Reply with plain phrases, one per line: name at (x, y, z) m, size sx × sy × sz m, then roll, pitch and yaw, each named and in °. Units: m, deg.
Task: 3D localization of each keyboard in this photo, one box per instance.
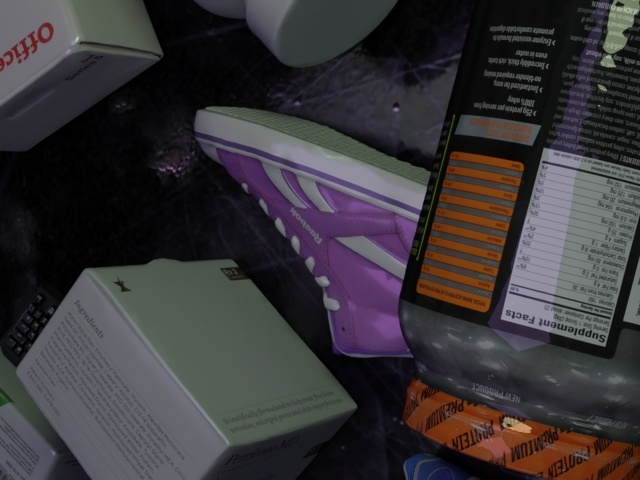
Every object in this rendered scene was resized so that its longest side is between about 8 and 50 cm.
keyboard at (-0.206, 0.110, 1.063) m, size 0.180 × 0.023 × 0.108 m, roll 38°, pitch 89°, yaw 21°

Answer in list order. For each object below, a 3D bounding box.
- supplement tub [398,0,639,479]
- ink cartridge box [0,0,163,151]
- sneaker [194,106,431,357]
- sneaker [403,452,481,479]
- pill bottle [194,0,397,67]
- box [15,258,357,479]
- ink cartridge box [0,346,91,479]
supplement tub at (0.162, -0.020, 0.727) m, size 0.194 × 0.194 × 0.315 m, roll 16°, pitch 93°, yaw 31°
ink cartridge box at (-0.287, -0.242, 1.066) m, size 0.198 × 0.115 × 0.272 m, roll -28°, pitch 77°, yaw 30°
sneaker at (0.000, 0.000, 0.905) m, size 0.282 × 0.102 × 0.161 m, roll 27°, pitch 108°, yaw 29°
sneaker at (0.059, 0.257, 0.894) m, size 0.081 × 0.080 × 0.211 m, roll 38°, pitch 101°, yaw 32°
pill bottle at (-0.068, -0.279, 0.897) m, size 0.169 × 0.169 × 0.301 m, roll -48°, pitch 68°, yaw 24°
box at (-0.102, 0.117, 0.922) m, size 0.182 × 0.181 × 0.119 m, roll 48°, pitch 115°, yaw 22°
ink cartridge box at (-0.307, 0.227, 1.108) m, size 0.153 × 0.087 × 0.208 m, roll 39°, pitch 110°, yaw 25°
